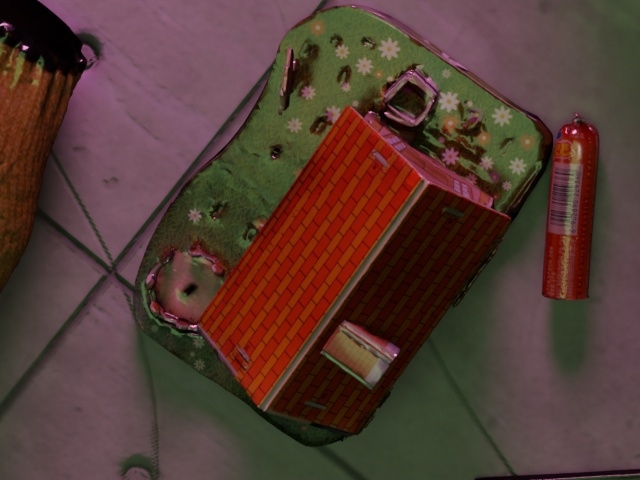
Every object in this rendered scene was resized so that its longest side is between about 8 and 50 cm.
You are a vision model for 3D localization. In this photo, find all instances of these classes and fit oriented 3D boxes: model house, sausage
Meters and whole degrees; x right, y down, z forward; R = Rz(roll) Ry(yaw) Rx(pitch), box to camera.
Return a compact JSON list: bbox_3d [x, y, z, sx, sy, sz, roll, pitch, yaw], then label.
[{"bbox_3d":[0.000,0.001,1.294,0.207,0.154,0.294,35,103,-1],"label":"model house"},{"bbox_3d":[0.174,-0.025,1.326,0.034,0.034,0.129,4,100,7],"label":"sausage"}]

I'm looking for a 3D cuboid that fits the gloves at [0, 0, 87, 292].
[{"bbox_3d":[-0.298,-0.022,1.329,0.203,0.155,0.356,33,87,-6],"label":"gloves"}]

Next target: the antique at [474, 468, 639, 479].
[{"bbox_3d":[0.206,0.181,1.368,0.192,0.015,0.031,-5,100,9],"label":"antique"}]
